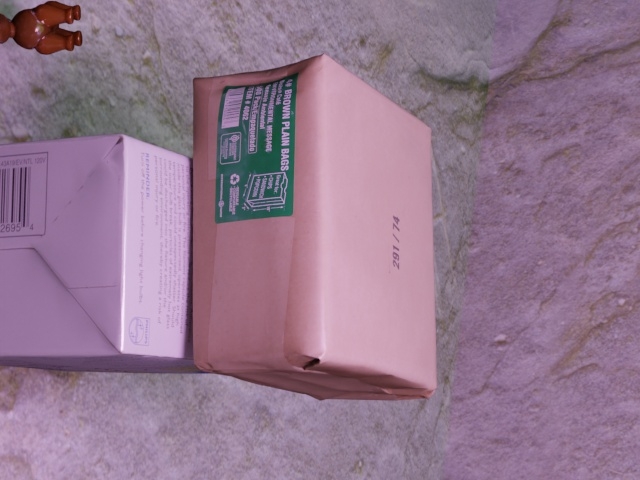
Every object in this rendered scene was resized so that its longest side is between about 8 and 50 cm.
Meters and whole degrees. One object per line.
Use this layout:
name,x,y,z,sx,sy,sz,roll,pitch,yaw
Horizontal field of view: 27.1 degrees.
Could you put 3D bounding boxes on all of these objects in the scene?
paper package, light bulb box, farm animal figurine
paper package,0.000,0.000,1.455,0.309,0.168,0.325,25,63,-61
light bulb box,-0.264,0.033,1.505,0.361,0.357,0.225,16,74,-63
farm animal figurine,-0.373,-0.391,1.544,0.327,0.172,0.330,-87,177,-48
